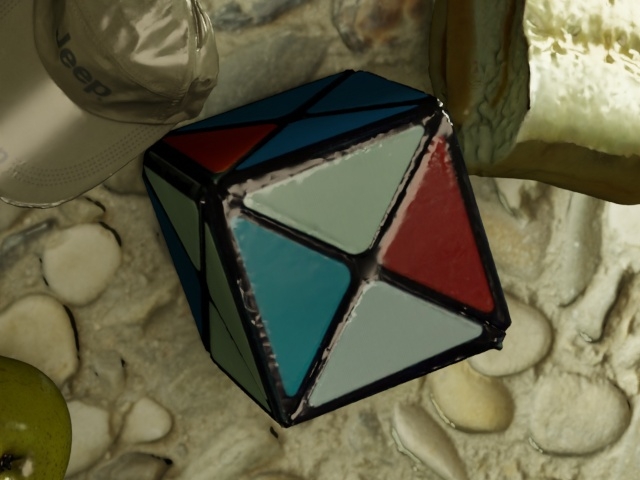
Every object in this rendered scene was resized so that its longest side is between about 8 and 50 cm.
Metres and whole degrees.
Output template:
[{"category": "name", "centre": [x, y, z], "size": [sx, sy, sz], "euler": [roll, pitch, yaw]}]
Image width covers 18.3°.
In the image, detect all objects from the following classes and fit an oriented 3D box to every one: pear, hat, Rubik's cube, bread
[{"category": "pear", "centre": [-0.322, 0.193, 1.812], "size": [0.198, 0.198, 0.198], "euler": [-4, 103, -20]}, {"category": "hat", "centre": [-0.220, -0.151, 1.785], "size": [0.214, 0.149, 0.245], "euler": [46, 72, -8]}, {"category": "Rubik's cube", "centre": [0.000, -0.001, 1.858], "size": [0.248, 0.246, 0.250], "euler": [-22, 109, -13]}, {"category": "bread", "centre": [0.264, -0.185, 1.928], "size": [0.341, 0.210, 0.301], "euler": [6, 81, -31]}]
